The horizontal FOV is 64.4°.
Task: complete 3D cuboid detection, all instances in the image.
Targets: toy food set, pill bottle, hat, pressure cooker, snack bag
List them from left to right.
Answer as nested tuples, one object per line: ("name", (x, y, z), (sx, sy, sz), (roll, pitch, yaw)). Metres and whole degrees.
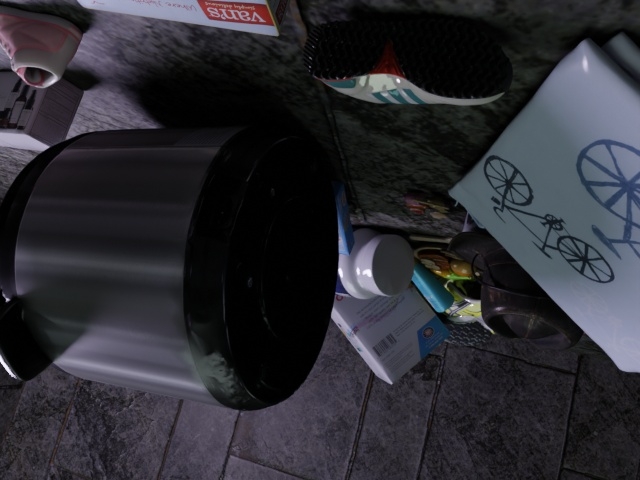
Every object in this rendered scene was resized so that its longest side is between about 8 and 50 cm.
("pressure cooker", (-0.215, 0.021, 0.717), (0.420, 0.376, 0.370), (4, 168, 21))
("pill bottle", (0.066, 0.048, 1.113), (0.153, 0.153, 0.264), (23, 167, -37))
("toy food set", (0.165, -0.057, 0.789), (0.077, 0.019, 0.122), (15, 178, 5))
("toy food set", (0.259, 0.046, 1.065), (0.132, 0.039, 0.192), (6, 159, 30))
("hat", (0.332, 0.093, 0.778), (0.331, 0.134, 0.331), (14, 171, 2))
("snack bag", (0.284, 0.012, 0.480), (0.323, 0.037, 0.342), (48, 171, 8))

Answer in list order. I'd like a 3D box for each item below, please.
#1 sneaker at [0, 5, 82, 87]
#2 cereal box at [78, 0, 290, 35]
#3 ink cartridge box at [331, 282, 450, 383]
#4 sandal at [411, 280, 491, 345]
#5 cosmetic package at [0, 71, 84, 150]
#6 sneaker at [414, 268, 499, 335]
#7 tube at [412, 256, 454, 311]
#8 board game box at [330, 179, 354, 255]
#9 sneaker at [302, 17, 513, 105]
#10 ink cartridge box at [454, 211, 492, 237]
("sneaker", (-0.325, -0.206, 0.546), (0.134, 0.070, 0.051), (13, 172, 16))
("cereal box", (-0.123, -0.212, 0.278), (0.173, 0.047, 0.240), (13, 170, 11))
("ink cartridge box", (0.155, 0.195, 1.329), (0.270, 0.198, 0.197), (52, 171, 3))
("sandal", (0.331, 0.195, 1.618), (0.445, 0.168, 0.107), (18, -163, 25))
("cosmetic package", (-0.463, -0.193, 0.746), (0.239, 0.099, 0.060), (9, 166, 27))
("sneaker", (0.356, 0.123, 1.251), (0.147, 0.145, 0.384), (48, 158, -19))
("tube", (0.221, 0.076, 1.145), (0.207, 0.052, 0.080), (47, 168, -17))
("board game box", (-0.052, -0.052, 0.904), (0.211, 0.039, 0.160), (11, 145, 20))
("sneaker", (0.071, -0.139, 0.411), (0.161, 0.057, 0.075), (11, -174, 16))
("ink cartridge box", (0.320, -0.011, 0.725), (0.206, 0.045, 0.208), (15, 169, 0))
